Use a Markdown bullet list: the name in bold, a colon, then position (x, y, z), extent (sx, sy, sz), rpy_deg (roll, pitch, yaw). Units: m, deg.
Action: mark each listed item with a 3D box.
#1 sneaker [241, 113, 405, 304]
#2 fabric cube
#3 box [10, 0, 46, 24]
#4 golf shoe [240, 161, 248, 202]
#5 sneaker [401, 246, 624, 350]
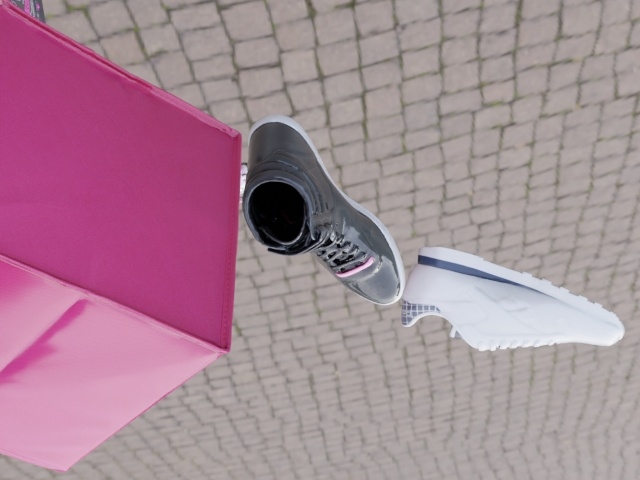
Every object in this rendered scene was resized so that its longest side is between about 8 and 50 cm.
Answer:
- **sneaker**: position (-0.001, 0.000, 1.166), extent (0.104, 0.147, 0.296), rpy_deg (-27, 116, 25)
- **fabric cube**: position (-0.247, 0.007, 0.839), extent (0.259, 0.254, 0.258), rpy_deg (28, 133, -29)
- **box**: position (-0.455, -0.377, 1.194), extent (0.163, 0.247, 0.142), rpy_deg (-6, -170, 3)
- **golf shoe**: position (-0.153, -0.095, 1.539), extent (0.186, 0.067, 0.086), rpy_deg (-20, 158, -48)
- **sneaker**: position (0.204, 0.079, 1.040), extent (0.235, 0.095, 0.090), rpy_deg (17, 175, 6)
